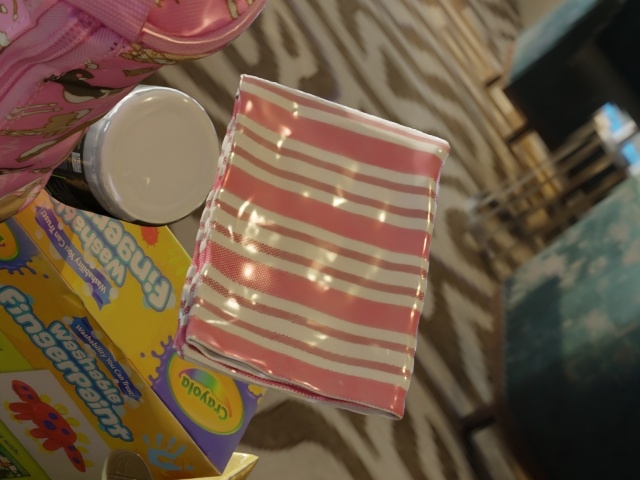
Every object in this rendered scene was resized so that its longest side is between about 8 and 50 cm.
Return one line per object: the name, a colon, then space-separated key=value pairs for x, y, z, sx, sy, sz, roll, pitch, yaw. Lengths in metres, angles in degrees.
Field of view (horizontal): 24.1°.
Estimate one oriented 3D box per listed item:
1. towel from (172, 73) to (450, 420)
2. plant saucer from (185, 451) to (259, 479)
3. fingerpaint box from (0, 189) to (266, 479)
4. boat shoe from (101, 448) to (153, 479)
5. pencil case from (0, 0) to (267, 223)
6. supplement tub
towel: x=0.000 y=0.000 z=0.900 sx=0.144 sy=0.029 sz=0.197 roll=17 pitch=64 yaw=-11
plant saucer: x=-0.266 y=0.297 z=1.732 sx=0.333 sy=0.333 sz=0.081 roll=-2 pitch=94 yaw=-80
fingerpaint box: x=-0.325 y=0.061 z=1.586 sx=0.445 sy=0.371 sz=0.163 roll=55 pitch=42 yaw=-28
boat shoe: x=-0.177 y=0.264 z=1.360 sx=0.056 sy=0.048 sz=0.153 roll=8 pitch=53 yaw=-36
pencil case: x=-0.170 y=-0.122 z=0.885 sx=0.160 sy=0.386 sz=0.167 roll=-6 pitch=78 yaw=-33
supplement tub: x=-0.178 y=-0.078 z=1.288 sx=0.117 sy=0.117 sz=0.190 roll=40 pitch=-14 yaw=-32
